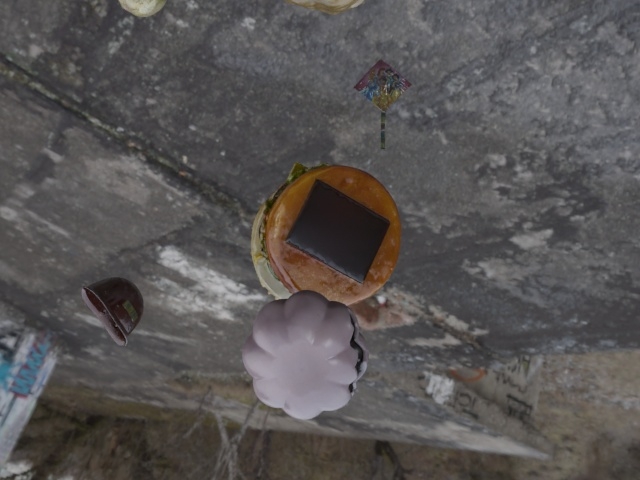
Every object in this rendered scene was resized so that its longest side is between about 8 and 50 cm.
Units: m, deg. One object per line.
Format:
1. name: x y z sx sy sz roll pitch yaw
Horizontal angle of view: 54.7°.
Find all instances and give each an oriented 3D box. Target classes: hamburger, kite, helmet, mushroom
1. hamburger: 0.000 0.000 1.183 0.291 0.291 0.225 26 170 -15
2. kite: 0.045 -0.114 0.508 0.044 0.078 0.002 21 166 7
3. helmet: -0.471 0.156 1.463 0.155 0.106 0.175 10 126 48
4. mushroom: -0.438 -0.623 1.524 0.148 0.148 0.112 4 162 34

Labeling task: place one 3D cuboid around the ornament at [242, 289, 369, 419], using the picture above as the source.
1. ornament: -0.020 0.157 0.880 0.177 0.177 0.177 17 158 7

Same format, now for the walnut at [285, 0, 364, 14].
1. walnut: -0.008 -0.450 0.943 0.245 0.198 0.198 30 161 14
